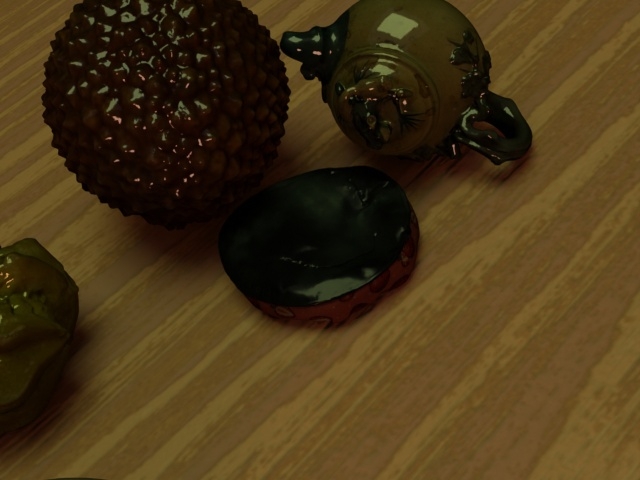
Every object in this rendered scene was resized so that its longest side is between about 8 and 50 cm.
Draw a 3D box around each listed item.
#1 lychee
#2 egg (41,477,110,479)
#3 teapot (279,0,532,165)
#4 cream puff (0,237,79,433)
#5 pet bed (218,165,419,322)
[{"bbox_3d":[-0.152,-0.130,0.984,0.268,0.267,0.267,-10,43,10],"label":"lychee"},{"bbox_3d":[-0.188,0.256,0.650,0.242,0.186,0.186,-20,42,-9],"label":"egg"},{"bbox_3d":[0.085,-0.146,0.973,0.270,0.173,0.182,31,40,4],"label":"teapot"},{"bbox_3d":[-0.314,0.074,0.901,0.195,0.194,0.221,-21,47,-2],"label":"cream puff"},{"bbox_3d":[0.000,0.000,0.944,0.201,0.053,0.201,-11,43,11],"label":"pet bed"}]
